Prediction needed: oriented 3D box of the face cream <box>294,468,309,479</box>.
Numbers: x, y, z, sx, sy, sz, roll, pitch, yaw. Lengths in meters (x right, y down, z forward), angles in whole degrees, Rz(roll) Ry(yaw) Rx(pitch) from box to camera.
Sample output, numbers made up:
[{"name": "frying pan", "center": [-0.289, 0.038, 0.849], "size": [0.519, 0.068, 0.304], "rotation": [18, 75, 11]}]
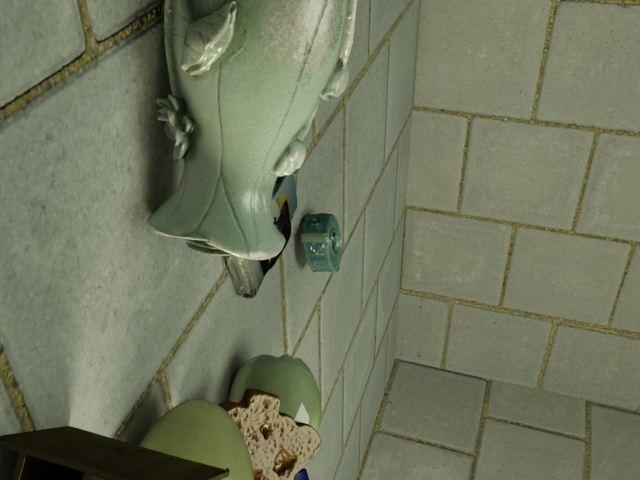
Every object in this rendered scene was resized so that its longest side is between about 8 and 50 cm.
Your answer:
[{"name": "face cream", "center": [-0.111, 0.513, 1.305], "size": [0.206, 0.206, 0.111], "rotation": [45, 29, -72]}]

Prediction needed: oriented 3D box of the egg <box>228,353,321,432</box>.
[{"name": "egg", "center": [-0.089, 0.338, 1.331], "size": [0.183, 0.183, 0.217], "rotation": [71, 16, -62]}]

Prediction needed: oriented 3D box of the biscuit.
[{"name": "biscuit", "center": [-0.139, 0.404, 1.172], "size": [0.278, 0.043, 0.301], "rotation": [25, 72, -28]}]

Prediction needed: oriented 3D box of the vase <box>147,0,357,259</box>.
[{"name": "vase", "center": [-0.093, -0.199, 0.894], "size": [0.250, 0.250, 0.445], "rotation": [-23, 128, -73]}]

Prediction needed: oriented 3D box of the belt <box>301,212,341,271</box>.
[{"name": "belt", "center": [0.002, 0.004, 1.663], "size": [0.147, 0.082, 0.163], "rotation": [-79, 163, -49]}]

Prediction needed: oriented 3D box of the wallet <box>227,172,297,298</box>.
[{"name": "wallet", "center": [-0.101, -0.017, 1.301], "size": [0.170, 0.069, 0.231], "rotation": [89, 19, -52]}]

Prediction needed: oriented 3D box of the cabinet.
[{"name": "cabinet", "center": [-0.235, 0.311, 0.725], "size": [0.148, 0.215, 0.175], "rotation": [37, 64, -74]}]

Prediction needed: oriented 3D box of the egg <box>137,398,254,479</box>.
[{"name": "egg", "center": [-0.188, 0.357, 0.989], "size": [0.188, 0.188, 0.253], "rotation": [52, 41, -71]}]
